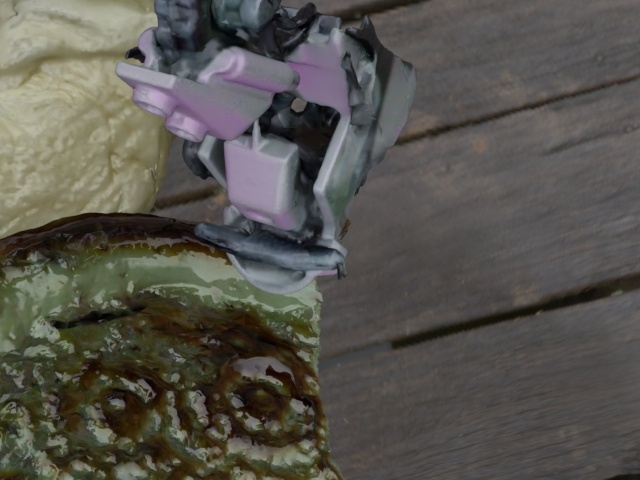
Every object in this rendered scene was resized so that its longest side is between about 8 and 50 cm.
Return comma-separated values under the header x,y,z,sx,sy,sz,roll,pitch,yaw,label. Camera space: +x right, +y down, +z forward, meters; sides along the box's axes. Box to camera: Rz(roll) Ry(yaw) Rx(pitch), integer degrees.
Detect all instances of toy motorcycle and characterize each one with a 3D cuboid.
x,y,z,sx,sy,sz,roll,pitch,yaw,label
-0.032,-0.069,0.693,0.143,0.327,0.188,17,82,22,toy motorcycle

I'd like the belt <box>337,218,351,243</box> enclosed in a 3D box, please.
x,y,z,sx,sy,sz,roll,pitch,yaw,label
0.000,0.000,1.109,0.036,0.059,0.083,38,57,4,belt

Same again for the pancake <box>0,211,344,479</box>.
x,y,z,sx,sy,sz,roll,pitch,yaw,label
-0.155,0.090,0.795,0.427,0.067,0.304,0,45,-32,pancake

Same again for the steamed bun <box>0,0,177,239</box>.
x,y,z,sx,sy,sz,roll,pitch,yaw,label
-0.322,-0.153,1.216,0.372,0.325,0.230,-54,44,3,steamed bun
